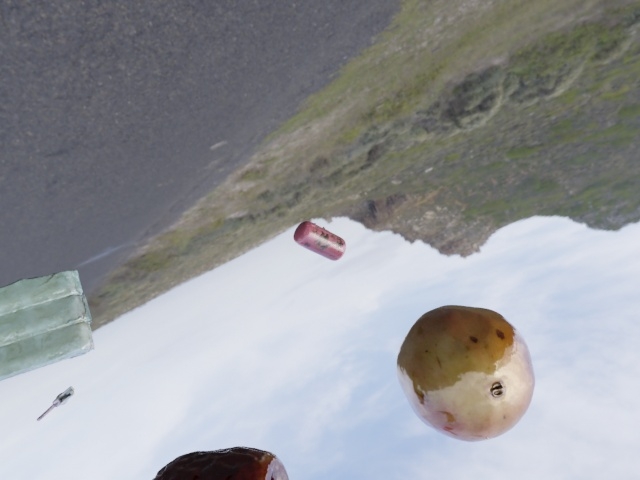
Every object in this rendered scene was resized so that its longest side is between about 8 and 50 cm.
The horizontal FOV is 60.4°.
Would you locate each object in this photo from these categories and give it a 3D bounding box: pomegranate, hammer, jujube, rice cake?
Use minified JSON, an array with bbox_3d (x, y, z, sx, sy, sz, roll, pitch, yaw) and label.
[{"bbox_3d":[0.194,0.181,0.758,0.191,0.191,0.191,-26,-177,1],"label":"pomegranate"},{"bbox_3d":[0.000,0.000,0.816,0.043,0.083,0.043,-41,-145,37],"label":"hammer"},{"bbox_3d":[-0.163,0.410,0.840,0.255,0.190,0.190,-27,-177,16],"label":"jujube"},{"bbox_3d":[-0.389,0.115,0.662,0.211,0.124,0.038,-12,170,-25],"label":"rice cake"}]

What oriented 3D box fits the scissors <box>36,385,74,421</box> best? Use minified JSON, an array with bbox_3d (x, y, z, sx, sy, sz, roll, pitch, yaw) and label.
[{"bbox_3d":[-0.511,0.314,1.087,0.176,0.022,0.085,-35,-172,46],"label":"scissors"}]
